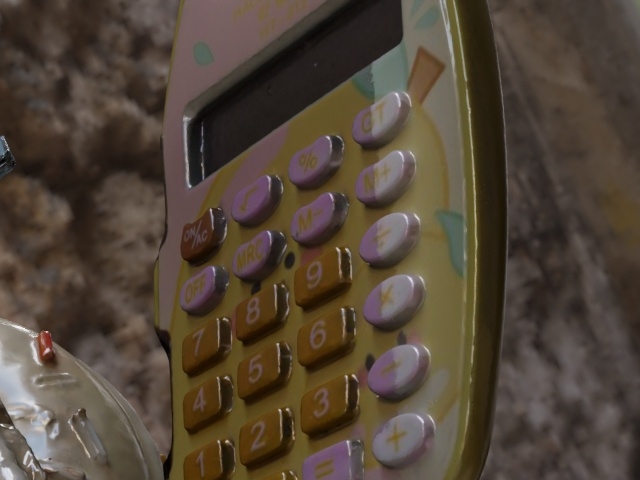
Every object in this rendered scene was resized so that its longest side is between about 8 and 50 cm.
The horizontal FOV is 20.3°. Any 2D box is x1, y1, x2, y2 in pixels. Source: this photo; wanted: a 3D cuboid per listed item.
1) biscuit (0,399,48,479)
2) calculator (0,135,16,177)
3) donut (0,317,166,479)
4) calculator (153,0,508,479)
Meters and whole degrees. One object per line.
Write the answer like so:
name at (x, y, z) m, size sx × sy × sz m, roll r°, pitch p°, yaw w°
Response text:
biscuit at (-0.079, 0.174, 0.561) m, size 0.078 × 0.144 × 0.426 m, roll -25°, pitch 39°, yaw -14°
calculator at (-0.240, 0.001, 0.982) m, size 0.172 × 0.018 × 0.057 m, roll -37°, pitch 22°, yaw -3°
donut at (-0.294, 0.202, 1.244) m, size 0.383 × 0.382 × 0.142 m, roll -24°, pitch -37°, yaw -9°
calculator at (0.000, 0.000, 0.538) m, size 0.033 × 0.236 × 0.157 m, roll 19°, pitch -33°, yaw -34°
